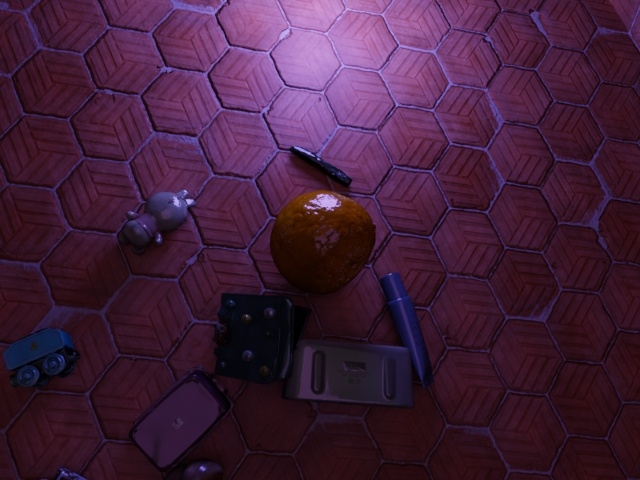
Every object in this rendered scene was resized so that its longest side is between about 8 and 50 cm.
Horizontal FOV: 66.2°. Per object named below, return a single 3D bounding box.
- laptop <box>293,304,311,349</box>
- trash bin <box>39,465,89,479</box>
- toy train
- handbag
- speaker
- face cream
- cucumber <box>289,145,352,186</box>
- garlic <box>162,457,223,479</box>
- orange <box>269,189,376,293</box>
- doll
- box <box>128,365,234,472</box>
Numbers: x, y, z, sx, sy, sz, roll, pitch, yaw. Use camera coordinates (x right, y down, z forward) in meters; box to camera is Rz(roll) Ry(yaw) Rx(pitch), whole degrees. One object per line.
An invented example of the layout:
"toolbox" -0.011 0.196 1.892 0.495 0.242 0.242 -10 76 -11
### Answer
"laptop" -0.116 0.266 1.563 0.016 0.197 0.135 33 70 -36
"trash bin" -0.732 0.788 1.255 0.256 0.368 0.296 31 75 0
"toy train" -0.835 0.353 1.477 0.198 0.107 0.154 -24 74 -12
"handbag" -0.214 0.297 1.500 0.274 0.100 0.269 0 83 32
"speaker" 0.089 0.424 1.556 0.406 0.183 0.184 6 71 -7
"face cream" 0.297 0.297 1.652 0.086 0.135 0.385 -24 77 23
"cucumber" 0.002 -0.273 1.766 0.256 0.043 0.044 32 70 1
"garlic" -0.388 0.726 1.421 0.160 0.191 0.214 15 74 23
"orange" 0.000 0.000 1.562 0.340 0.340 0.293 -43 63 -14
"doll" -0.534 -0.068 1.606 0.275 0.113 0.155 -42 83 -13
"box" -0.413 0.532 1.463 0.294 0.167 0.193 -43 88 -14
